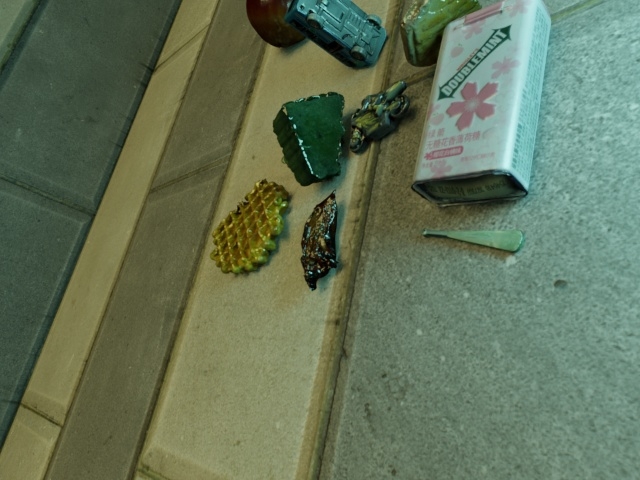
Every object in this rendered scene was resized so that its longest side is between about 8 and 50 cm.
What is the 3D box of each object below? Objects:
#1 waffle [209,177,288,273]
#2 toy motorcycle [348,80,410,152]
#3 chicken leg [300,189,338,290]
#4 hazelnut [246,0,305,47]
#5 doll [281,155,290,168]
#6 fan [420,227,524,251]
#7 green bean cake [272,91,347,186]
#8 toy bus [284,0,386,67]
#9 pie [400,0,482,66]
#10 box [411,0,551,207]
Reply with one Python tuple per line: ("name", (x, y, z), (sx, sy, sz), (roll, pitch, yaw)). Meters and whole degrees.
("waffle", (-0.195, -0.037, 1.290), (0.310, 0.065, 0.283), (4, 73, 46))
("toy motorcycle", (0.129, -0.295, 1.084), (0.193, 0.061, 0.124), (-35, 51, 40))
("chicken leg", (0.000, 0.000, 1.047), (0.105, 0.063, 0.233), (-20, 53, 34))
("hazelnut", (-0.126, -0.755, 1.550), (0.252, 0.217, 0.217), (5, 70, 25))
("doll", (-0.044, -0.258, 1.253), (0.115, 0.077, 0.150), (31, 80, 41))
("fan", (0.256, -0.007, 0.804), (0.193, 0.016, 0.038), (9, 72, 49))
("green bean cake", (-0.001, -0.246, 1.152), (0.107, 0.194, 0.208), (-30, 83, 55))
("toy bus", (0.039, -0.553, 1.200), (0.134, 0.247, 0.113), (12, 78, 62))
("pie", (0.247, -0.440, 0.946), (0.195, 0.195, 0.046), (-40, 66, 25))
("box", (0.291, -0.241, 0.838), (0.190, 0.112, 0.369), (-2, 69, 48))
